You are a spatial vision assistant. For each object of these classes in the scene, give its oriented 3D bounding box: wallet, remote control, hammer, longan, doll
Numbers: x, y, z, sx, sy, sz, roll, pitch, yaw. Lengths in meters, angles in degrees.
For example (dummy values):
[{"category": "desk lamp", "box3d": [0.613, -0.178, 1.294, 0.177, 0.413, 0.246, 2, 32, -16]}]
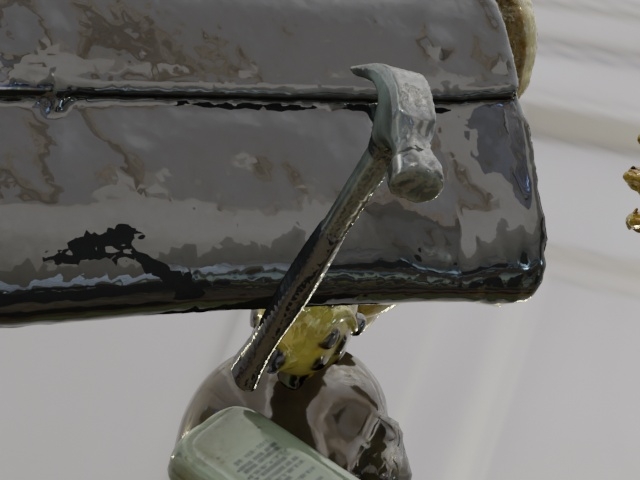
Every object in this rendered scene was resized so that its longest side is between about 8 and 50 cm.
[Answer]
[{"category": "wallet", "box3d": [-0.045, -0.064, 1.167, 0.406, 0.228, 0.062, -1, -13, -32]}, {"category": "remote control", "box3d": [0.023, 0.205, 1.274, 0.309, 0.090, 0.038, 29, -43, 30]}, {"category": "hammer", "box3d": [0.000, 0.000, 1.016, 0.029, 0.103, 0.246, 12, -42, -20]}, {"category": "longan", "box3d": [-0.018, 0.166, 1.458, 0.204, 0.185, 0.159, 9, -26, 37]}, {"category": "doll", "box3d": [0.013, 0.040, 1.460, 0.086, 0.117, 0.291, 23, 17, 12]}]

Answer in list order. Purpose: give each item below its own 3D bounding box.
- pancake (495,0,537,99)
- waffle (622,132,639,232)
[{"category": "pancake", "box3d": [0.100, -0.147, 1.404, 0.139, 0.139, 0.022, 13, 13, 21]}, {"category": "waffle", "box3d": [0.356, -0.031, 1.484, 0.228, 0.231, 0.051, 60, -10, -3]}]
